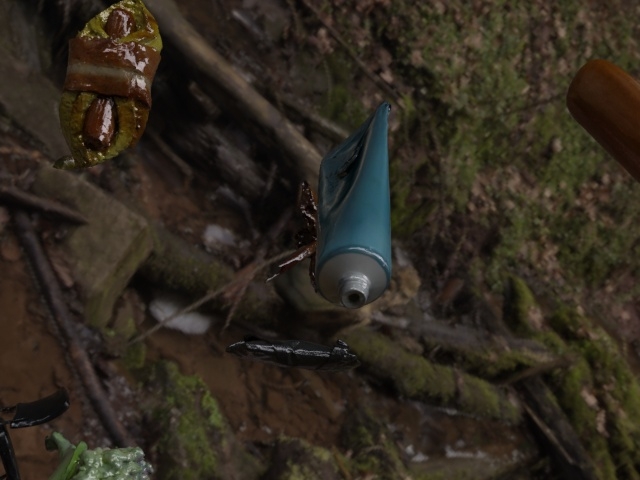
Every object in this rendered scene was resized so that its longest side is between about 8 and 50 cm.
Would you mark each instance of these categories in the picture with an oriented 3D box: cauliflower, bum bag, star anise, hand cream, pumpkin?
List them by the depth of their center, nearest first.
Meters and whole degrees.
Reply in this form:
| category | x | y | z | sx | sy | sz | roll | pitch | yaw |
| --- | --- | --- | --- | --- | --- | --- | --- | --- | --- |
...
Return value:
| category | x | y | z | sx | sy | sz | roll | pitch | yaw |
| --- | --- | --- | --- | --- | --- | --- | --- | --- | --- |
| hand cream | 0.025 | -0.028 | 0.612 | 0.048 | 0.083 | 0.224 | 37 | 28 | -21 |
| cauliflower | -0.257 | 0.319 | 0.940 | 0.238 | 0.257 | 0.315 | -6 | 34 | -17 |
| bum bag | -0.036 | 0.158 | 1.197 | 0.197 | 0.087 | 0.049 | 8 | 75 | -13 |
| star anise | -0.003 | 0.009 | 1.207 | 0.158 | 0.140 | 0.144 | 44 | 15 | -7 |
| pumpkin | -0.516 | -0.165 | 1.761 | 0.083 | 0.028 | 0.050 | -1 | 14 | -24 |

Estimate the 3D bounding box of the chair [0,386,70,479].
| category | x | y | z | sx | sy | sz | roll | pitch | yaw |
| --- | --- | --- | --- | --- | --- | --- | --- | --- | --- |
| chair | -0.489 | 0.327 | 1.313 | 0.221 | 0.140 | 0.145 | -17 | 96 | -22 |

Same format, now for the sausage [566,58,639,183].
| category | x | y | z | sx | sy | sz | roll | pitch | yaw |
| --- | --- | --- | --- | --- | --- | --- | --- | --- | --- |
| sausage | 0.465 | -0.168 | 1.250 | 0.105 | 0.105 | 0.274 | 19 | 30 | -41 |

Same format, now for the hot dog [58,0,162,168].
| category | x | y | z | sx | sy | sz | roll | pitch | yaw |
| --- | --- | --- | --- | --- | --- | --- | --- | --- | --- |
| hot dog | -0.281 | -0.226 | 1.135 | 0.123 | 0.093 | 0.262 | 5 | 74 | -5 |
